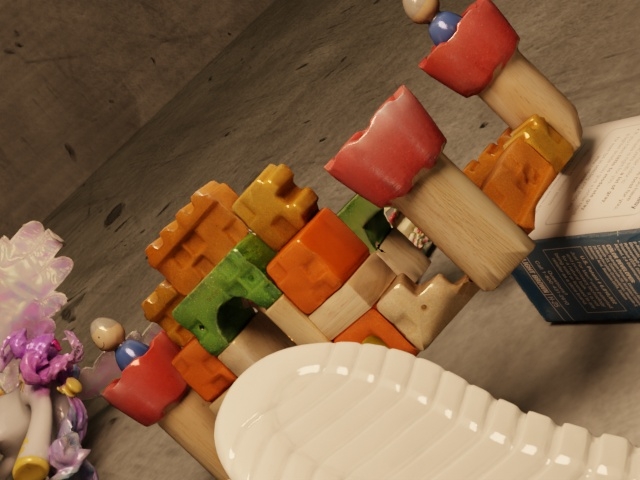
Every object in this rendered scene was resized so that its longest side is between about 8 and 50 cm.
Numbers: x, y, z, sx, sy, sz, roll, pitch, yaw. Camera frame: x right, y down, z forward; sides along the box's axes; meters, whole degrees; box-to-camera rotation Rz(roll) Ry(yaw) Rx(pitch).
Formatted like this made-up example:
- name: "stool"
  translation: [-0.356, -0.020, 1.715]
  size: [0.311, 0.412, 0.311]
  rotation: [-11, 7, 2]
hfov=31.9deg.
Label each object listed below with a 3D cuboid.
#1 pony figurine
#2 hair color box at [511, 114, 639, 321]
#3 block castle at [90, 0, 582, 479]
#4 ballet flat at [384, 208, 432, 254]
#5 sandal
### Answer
- name: "pony figurine"
  translation: [-0.356, 0.191, 1.424]
  size: [0.351, 0.303, 0.363]
  rotation: [-39, 33, 23]
- name: "hair color box"
  translation: [0.324, -0.029, 0.907]
  size: [0.347, 0.105, 0.174]
  rotation: [-9, 36, 55]
- name: "block castle"
  translation: [0.000, 0.000, 1.015]
  size: [0.453, 0.213, 0.303]
  rotation: [-43, 5, 38]
- name: "ballet flat"
  translation: [0.081, 0.004, 1.295]
  size: [0.091, 0.077, 0.241]
  rotation: [-16, 30, 44]
- name: "sandal"
  translation: [0.096, 0.183, 0.749]
  size: [0.416, 0.102, 0.169]
  rotation: [15, 43, 36]
